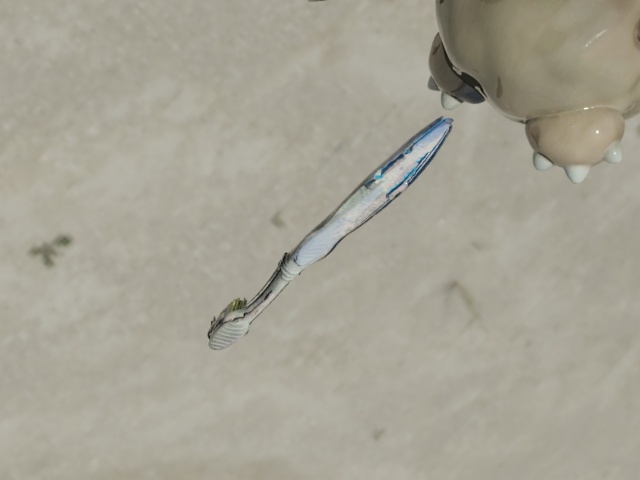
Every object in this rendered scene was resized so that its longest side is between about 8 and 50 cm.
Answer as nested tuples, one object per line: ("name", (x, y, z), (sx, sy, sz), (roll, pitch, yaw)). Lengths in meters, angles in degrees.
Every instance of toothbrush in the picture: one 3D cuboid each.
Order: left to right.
("toothbrush", (0.000, 0.000, 1.490), (0.413, 0.035, 0.042), (-42, -149, 40))

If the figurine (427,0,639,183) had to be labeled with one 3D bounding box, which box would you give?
("figurine", (0.245, -0.256, 1.370), (0.203, 0.248, 0.380), (12, 111, -50))
